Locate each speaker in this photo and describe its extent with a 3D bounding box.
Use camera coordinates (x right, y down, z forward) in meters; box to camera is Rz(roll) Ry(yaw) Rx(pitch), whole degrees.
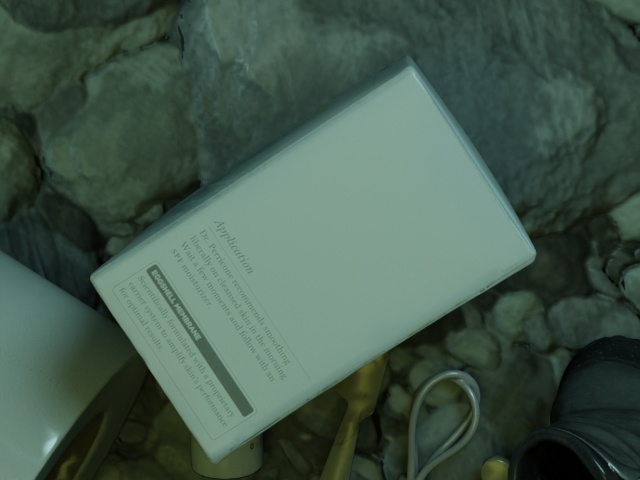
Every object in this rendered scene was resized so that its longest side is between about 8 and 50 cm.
[{"bbox_3d":[-0.068,0.100,1.234,0.055,0.055,0.136,4,108,15],"label":"speaker"}]

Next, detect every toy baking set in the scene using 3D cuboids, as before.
[{"bbox_3d":[0.077,0.197,1.238,0.256,0.030,0.197,45,110,0],"label":"toy baking set"}]

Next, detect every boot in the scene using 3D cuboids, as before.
[{"bbox_3d":[0.277,0.198,1.071,0.338,0.223,0.118,25,110,8],"label":"boot"}]

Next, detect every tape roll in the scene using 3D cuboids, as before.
[{"bbox_3d":[-0.253,0.131,1.197,0.169,0.246,0.246,33,112,5],"label":"tape roll"}]

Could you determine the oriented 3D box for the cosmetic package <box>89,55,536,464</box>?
[{"bbox_3d":[0.000,0.000,1.067,0.225,0.224,0.138,-32,95,6],"label":"cosmetic package"}]
